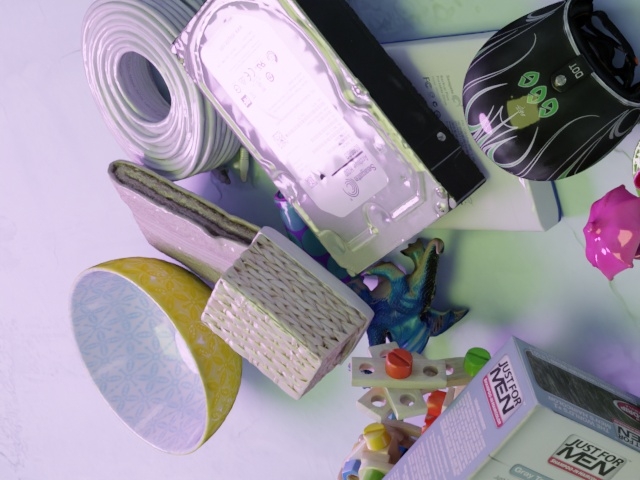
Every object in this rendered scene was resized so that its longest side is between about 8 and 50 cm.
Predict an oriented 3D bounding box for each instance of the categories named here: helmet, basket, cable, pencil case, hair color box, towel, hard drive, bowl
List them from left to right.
[{"bbox_3d":[-0.200,-0.199,1.798,0.257,0.089,0.257,31,136,32],"label":"cable"},{"bbox_3d":[-0.198,0.133,1.974,0.289,0.156,0.289,28,134,33],"label":"bowl"},{"bbox_3d":[-0.139,0.008,1.828,0.282,0.049,0.187,27,159,25],"label":"towel"},{"bbox_3d":[-0.043,0.086,1.645,0.167,0.103,0.113,40,142,9],"label":"basket"},{"bbox_3d":[-0.002,-0.138,1.541,0.339,0.064,0.237,51,146,-2],"label":"hard drive"},{"bbox_3d":[0.000,0.000,1.730,0.064,0.070,0.151,-121,8,-73],"label":"pencil case"},{"bbox_3d":[0.101,-0.113,1.555,0.319,0.040,0.210,2,117,48],"label":"hard drive"},{"bbox_3d":[0.170,0.293,1.514,0.185,0.113,0.374,26,118,-24],"label":"hair color box"},{"bbox_3d":[0.211,-0.133,1.330,0.161,0.169,0.169,-37,86,36],"label":"helmet"}]

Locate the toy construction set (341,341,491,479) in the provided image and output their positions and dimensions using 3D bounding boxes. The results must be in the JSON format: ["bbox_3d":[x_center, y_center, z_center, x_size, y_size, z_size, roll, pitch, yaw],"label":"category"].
[{"bbox_3d":[0.125,0.212,1.632,0.215,0.151,0.327,14,147,12],"label":"toy construction set"}]

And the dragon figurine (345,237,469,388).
[{"bbox_3d":[0.108,0.084,1.648,0.144,0.085,0.289,57,144,1],"label":"dragon figurine"}]

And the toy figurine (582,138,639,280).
[{"bbox_3d":[0.312,-0.007,1.290,0.173,0.159,0.130,45,141,16],"label":"toy figurine"}]

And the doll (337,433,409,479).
[{"bbox_3d":[0.093,0.296,1.844,0.129,0.046,0.189,50,143,-8],"label":"doll"}]
